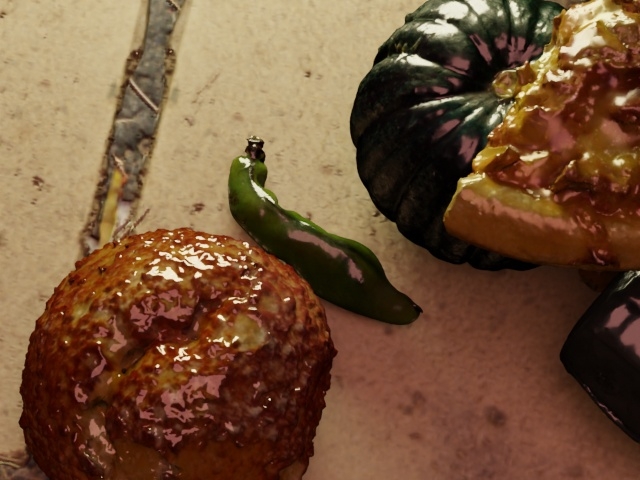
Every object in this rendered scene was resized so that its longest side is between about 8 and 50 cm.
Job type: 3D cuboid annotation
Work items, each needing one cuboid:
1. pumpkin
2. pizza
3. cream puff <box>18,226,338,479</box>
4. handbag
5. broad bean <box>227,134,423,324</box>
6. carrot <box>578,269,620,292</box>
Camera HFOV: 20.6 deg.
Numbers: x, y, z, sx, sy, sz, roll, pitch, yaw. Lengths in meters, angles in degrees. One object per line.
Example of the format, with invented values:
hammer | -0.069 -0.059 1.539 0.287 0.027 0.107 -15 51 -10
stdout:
pumpkin | 0.131 -0.086 1.343 0.221 0.162 0.220 2 66 -5
pizza | 0.232 -0.092 1.228 0.336 0.086 0.226 -15 76 -8
cream puff | -0.105 0.103 1.278 0.240 0.164 0.240 1 81 -6
handbag | 0.319 0.061 1.313 0.181 0.181 0.254 43 75 15
broad bean | -0.008 0.003 1.368 0.061 0.046 0.195 -41 80 -11
carrot | 0.278 -0.026 1.404 0.190 0.037 0.037 -41 82 -14
